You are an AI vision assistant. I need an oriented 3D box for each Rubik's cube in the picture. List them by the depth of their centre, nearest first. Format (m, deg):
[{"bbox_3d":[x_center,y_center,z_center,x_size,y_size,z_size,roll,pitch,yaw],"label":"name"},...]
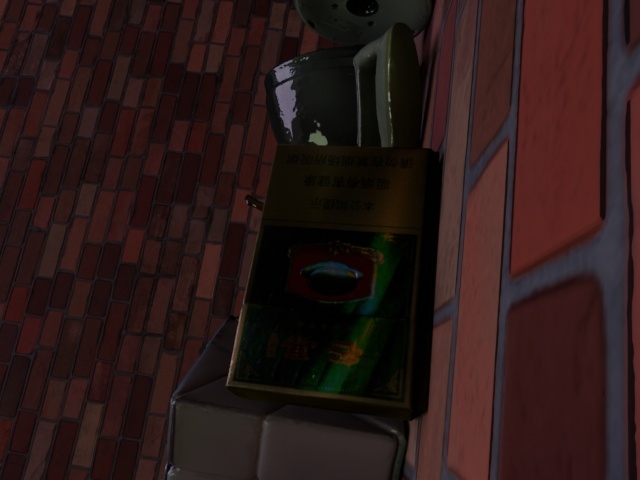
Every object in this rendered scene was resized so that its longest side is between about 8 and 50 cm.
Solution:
[{"bbox_3d":[-0.035,0.237,0.596,0.231,0.221,0.224,-68,-14,-77],"label":"Rubik's cube"}]

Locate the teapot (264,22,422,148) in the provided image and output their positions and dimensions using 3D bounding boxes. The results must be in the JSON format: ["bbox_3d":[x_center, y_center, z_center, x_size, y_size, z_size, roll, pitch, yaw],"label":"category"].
[{"bbox_3d":[0.069,-0.171,0.825,0.239,0.322,0.239,-7,-90,-46],"label":"teapot"}]

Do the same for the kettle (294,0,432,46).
[{"bbox_3d":[0.086,-0.494,0.784,0.265,0.205,0.318,75,-154,-75],"label":"kettle"}]

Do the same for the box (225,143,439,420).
[{"bbox_3d":[0.020,0.028,0.478,0.071,0.159,0.240,73,-157,-64],"label":"box"}]

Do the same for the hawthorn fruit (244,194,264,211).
[{"bbox_3d":[0.000,0.000,0.680,0.196,0.226,0.196,-59,1,2],"label":"hawthorn fruit"}]
